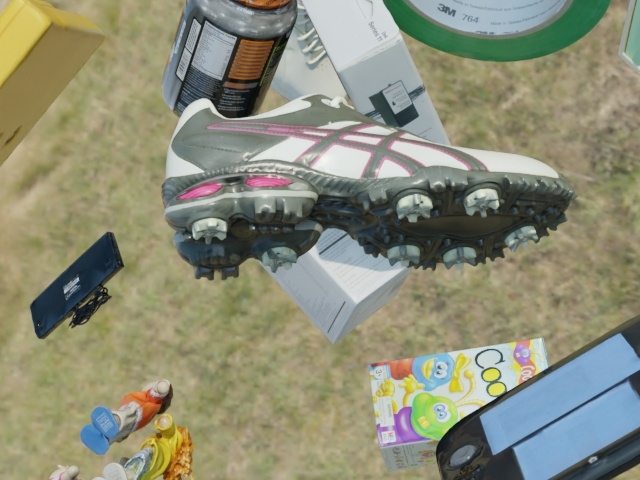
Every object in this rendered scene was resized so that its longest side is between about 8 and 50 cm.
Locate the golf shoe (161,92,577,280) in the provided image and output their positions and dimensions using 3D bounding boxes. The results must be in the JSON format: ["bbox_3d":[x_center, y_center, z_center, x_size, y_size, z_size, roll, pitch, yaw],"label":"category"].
[{"bbox_3d":[0.032,-0.048,0.778,0.105,0.273,0.120,102,165,-57],"label":"golf shoe"}]

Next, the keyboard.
[{"bbox_3d":[-0.342,0.079,1.689,0.192,0.038,0.100,-40,50,25],"label":"keyboard"}]

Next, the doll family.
[{"bbox_3d":[-0.223,0.259,1.270,0.263,0.163,0.118,-42,83,21],"label":"doll family"}]

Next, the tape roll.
[{"bbox_3d":[0.196,-0.352,1.408,0.321,0.321,0.077,-29,35,50],"label":"tape roll"}]

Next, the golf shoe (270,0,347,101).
[{"bbox_3d":[-0.039,-0.289,1.508,0.140,0.306,0.115,4,47,50],"label":"golf shoe"}]

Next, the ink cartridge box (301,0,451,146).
[{"bbox_3d":[0.068,-0.199,1.417,0.087,0.208,0.153,-27,48,5],"label":"ink cartridge box"}]

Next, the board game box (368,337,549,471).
[{"bbox_3d":[0.226,0.261,1.860,0.144,0.275,0.142,73,-170,-63],"label":"board game box"}]

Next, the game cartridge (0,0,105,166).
[{"bbox_3d":[-0.337,-0.113,1.155,0.285,0.053,0.323,-50,5,4],"label":"game cartridge"}]

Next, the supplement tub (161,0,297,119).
[{"bbox_3d":[-0.095,-0.217,1.252,0.190,0.117,0.117,117,148,-44],"label":"supplement tub"}]

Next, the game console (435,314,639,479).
[{"bbox_3d":[0.325,0.231,1.512,0.387,0.060,0.342,-33,6,8],"label":"game console"}]

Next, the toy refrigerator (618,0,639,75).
[{"bbox_3d":[0.596,-0.415,2.026,0.102,0.094,0.269,-122,25,-43],"label":"toy refrigerator"}]

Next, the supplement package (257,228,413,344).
[{"bbox_3d":[0.000,0.000,1.702,0.244,0.134,0.139,47,149,13],"label":"supplement package"}]
